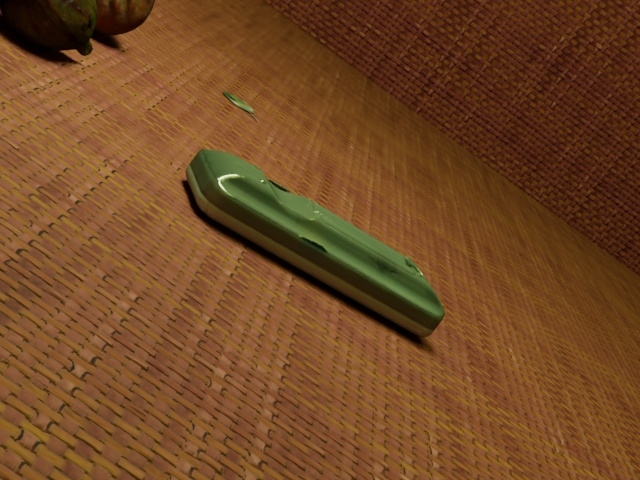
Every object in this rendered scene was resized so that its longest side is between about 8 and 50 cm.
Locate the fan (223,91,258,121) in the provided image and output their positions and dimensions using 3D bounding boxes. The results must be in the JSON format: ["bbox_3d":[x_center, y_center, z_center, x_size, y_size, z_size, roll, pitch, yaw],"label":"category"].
[{"bbox_3d":[-0.128,-0.216,2.069,0.060,0.003,0.080,30,14,-24],"label":"fan"}]

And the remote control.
[{"bbox_3d":[0.000,0.000,1.492,0.335,0.065,0.128,30,16,-26],"label":"remote control"}]

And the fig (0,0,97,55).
[{"bbox_3d":[-0.316,-0.269,1.568,0.103,0.109,0.154,19,-28,34],"label":"fig"}]

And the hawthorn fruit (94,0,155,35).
[{"bbox_3d":[-0.306,-0.375,1.844,0.149,0.149,0.189,27,20,-38],"label":"hawthorn fruit"}]
